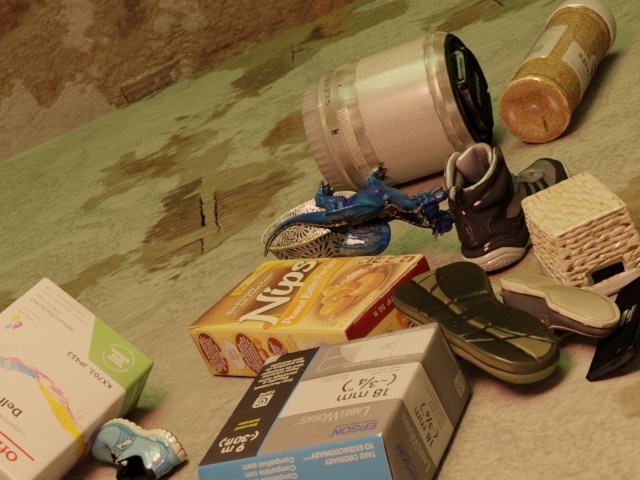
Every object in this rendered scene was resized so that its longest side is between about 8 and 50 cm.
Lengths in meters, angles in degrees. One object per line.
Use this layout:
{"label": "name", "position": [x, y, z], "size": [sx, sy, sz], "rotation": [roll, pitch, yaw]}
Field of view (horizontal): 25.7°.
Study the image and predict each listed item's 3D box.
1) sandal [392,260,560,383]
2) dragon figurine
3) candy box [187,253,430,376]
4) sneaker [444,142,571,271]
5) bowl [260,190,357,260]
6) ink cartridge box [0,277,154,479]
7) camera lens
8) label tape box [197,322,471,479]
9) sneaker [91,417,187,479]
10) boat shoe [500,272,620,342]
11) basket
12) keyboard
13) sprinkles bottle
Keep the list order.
{"label": "sandal", "position": [0.179, 0.111, 1.691], "size": [0.120, 0.086, 0.303], "rotation": [-21, 29, -14]}
{"label": "dragon figurine", "position": [0.051, -0.029, 1.991], "size": [0.289, 0.085, 0.144], "rotation": [-17, 29, 1]}
{"label": "candy box", "position": [-0.010, 0.103, 1.912], "size": [0.316, 0.087, 0.183], "rotation": [-2, 30, 46]}
{"label": "sneaker", "position": [0.261, -0.081, 1.958], "size": [0.101, 0.153, 0.268], "rotation": [-7, 27, 40]}
{"label": "bowl", "position": [0.000, 0.000, 2.164], "size": [0.170, 0.080, 0.170], "rotation": [-21, 21, 9]}
{"label": "ink cartridge box", "position": [-0.411, 0.231, 1.856], "size": [0.353, 0.207, 0.119], "rotation": [-46, -11, -44]}
{"label": "camera lens", "position": [0.134, -0.208, 2.319], "size": [0.274, 0.219, 0.219], "rotation": [-17, 22, 21]}
{"label": "label tape box", "position": [0.003, 0.238, 1.548], "size": [0.241, 0.106, 0.333], "rotation": [-14, 23, 28]}
{"label": "sneaker", "position": [-0.249, 0.275, 1.807], "size": [0.162, 0.063, 0.073], "rotation": [-3, 33, 46]}
{"label": "boat shoe", "position": [0.283, 0.090, 1.665], "size": [0.075, 0.065, 0.206], "rotation": [-7, 15, -26]}
{"label": "basket", "position": [0.329, -0.006, 1.767], "size": [0.113, 0.103, 0.167], "rotation": [-24, 20, 0]}
{"label": "keyboard", "position": [0.366, 0.095, 1.604], "size": [0.100, 0.038, 0.192], "rotation": [-39, 10, 38]}
{"label": "sprinkles bottle", "position": [0.401, -0.291, 2.357], "size": [0.121, 0.121, 0.355], "rotation": [-12, 24, 31]}
